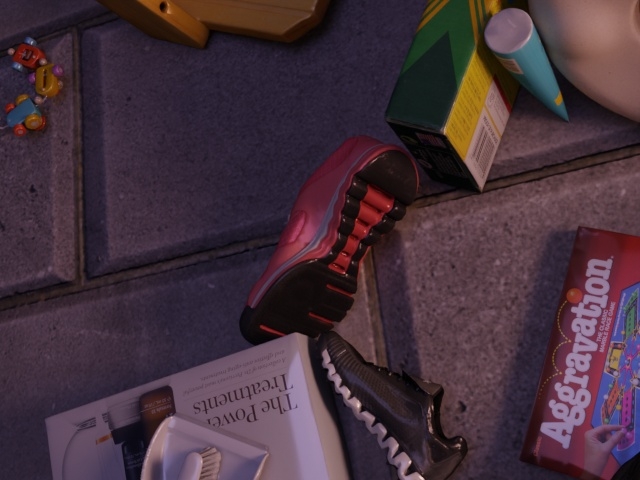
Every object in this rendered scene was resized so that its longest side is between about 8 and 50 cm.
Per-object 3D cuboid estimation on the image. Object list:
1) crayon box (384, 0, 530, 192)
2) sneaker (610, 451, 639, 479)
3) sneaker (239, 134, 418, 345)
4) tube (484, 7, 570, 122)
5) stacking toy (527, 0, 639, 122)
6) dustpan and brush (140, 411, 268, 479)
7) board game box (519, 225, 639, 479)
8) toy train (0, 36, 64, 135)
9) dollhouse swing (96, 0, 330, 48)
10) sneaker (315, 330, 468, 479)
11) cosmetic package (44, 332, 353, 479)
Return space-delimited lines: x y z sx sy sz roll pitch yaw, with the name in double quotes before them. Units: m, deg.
"crayon box" 0.192 -0.241 1.075 0.081 0.202 0.318 18 81 26
"sneaker" 0.389 0.197 0.887 0.227 0.130 0.087 -43 83 -8
"sneaker" 0.001 0.000 1.154 0.314 0.116 0.136 -53 33 8
"tube" 0.243 -0.198 1.036 0.052 0.207 0.080 -35 64 14
"stacking toy" 0.463 -0.388 0.997 0.350 0.350 0.480 14 62 26
"dustpan and brush" -0.162 0.317 1.028 0.147 0.060 0.211 14 81 25
"board game box" 0.329 0.131 1.003 0.145 0.027 0.281 12 79 26
"toy train" -0.469 -0.241 1.441 0.125 0.046 0.166 14 77 27
"dollhouse swing" -0.157 -0.481 1.257 0.305 0.315 0.347 15 80 46
"sneaker" 0.089 0.187 1.061 0.106 0.078 0.234 -39 67 5
"cosmetic package" -0.149 0.309 1.114 0.377 0.097 0.284 -21 70 16
